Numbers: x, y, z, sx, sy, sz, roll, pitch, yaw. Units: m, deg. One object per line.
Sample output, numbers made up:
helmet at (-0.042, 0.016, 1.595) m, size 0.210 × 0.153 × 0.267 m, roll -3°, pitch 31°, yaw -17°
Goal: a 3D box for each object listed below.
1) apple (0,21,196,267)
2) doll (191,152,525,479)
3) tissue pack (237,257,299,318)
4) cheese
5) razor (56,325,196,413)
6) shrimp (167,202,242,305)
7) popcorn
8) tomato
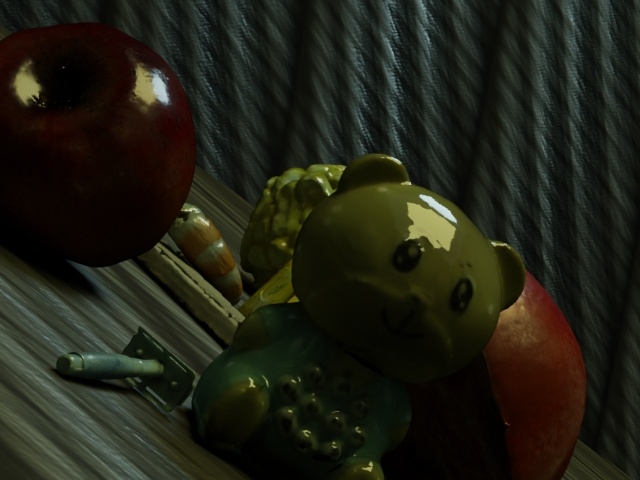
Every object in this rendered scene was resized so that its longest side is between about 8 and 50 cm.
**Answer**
apple at (-0.217, -0.085, 1.470) m, size 0.234 × 0.234 × 0.234 m, roll 36°, pitch 3°, yaw -2°
doll at (0.031, 0.075, 1.276) m, size 0.177 × 0.260 × 0.161 m, roll 35°, pitch 4°, yaw -10°
tissue pack at (-0.029, 0.076, 1.808) m, size 0.062 × 0.095 × 0.176 m, roll 49°, pitch -6°, yaw -9°
cheese at (-0.130, 0.062, 1.763) m, size 0.085 × 0.034 × 0.400 m, roll 33°, pitch 5°, yaw -46°
razor at (-0.152, 0.093, 1.173) m, size 0.068 × 0.040 × 0.135 m, roll 37°, pitch 10°, yaw 23°
shrimp at (-0.150, 0.008, 1.904) m, size 0.161 × 0.049 × 0.166 m, roll 56°, pitch -13°, yaw -25°
popcorn at (0.000, 0.000, 2.289) m, size 0.195 × 0.255 × 0.256 m, roll 9°, pitch 36°, yaw 23°
tomato at (0.138, 0.107, 1.497) m, size 0.338 × 0.144 × 0.338 m, roll 48°, pitch -30°, yaw 40°
